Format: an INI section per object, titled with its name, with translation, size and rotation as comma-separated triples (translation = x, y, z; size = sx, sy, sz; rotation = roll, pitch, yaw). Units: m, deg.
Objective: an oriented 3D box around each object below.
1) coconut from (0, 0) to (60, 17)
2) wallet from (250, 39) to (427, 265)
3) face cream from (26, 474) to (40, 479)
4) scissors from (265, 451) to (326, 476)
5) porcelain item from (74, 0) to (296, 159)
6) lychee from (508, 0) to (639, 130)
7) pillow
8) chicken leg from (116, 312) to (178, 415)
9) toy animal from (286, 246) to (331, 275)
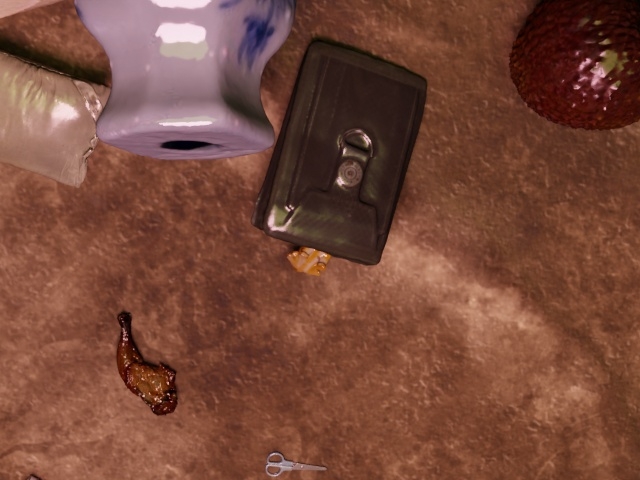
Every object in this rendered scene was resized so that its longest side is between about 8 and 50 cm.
[coconut]
translation = -0.342, -0.343, 1.218
size = 0.230, 0.227, 0.227
rotation = -28, 113, -41
[wallet]
translation = 0.027, -0.105, 1.416
size = 0.169, 0.052, 0.245
rotation = 17, 88, -12
[face cream]
translation = -0.333, 0.354, 1.541
size = 0.130, 0.034, 0.034
rotation = 35, 100, -15
[scissors]
translation = -0.032, 0.302, 1.573
size = 0.083, 0.006, 0.036
rotation = 8, 107, -9
[porcelain item]
translation = -0.131, -0.292, 1.182
size = 0.178, 0.242, 0.405
rotation = -2, 85, 20
[lychee]
translation = 0.314, -0.215, 1.368
size = 0.194, 0.194, 0.194
rotation = -2, 106, -6
[pillow]
translation = -0.343, -0.149, 1.369
size = 0.181, 0.078, 0.134
rotation = 20, 104, -10
[chicken leg]
translation = -0.226, 0.162, 1.496
size = 0.062, 0.037, 0.145
rotation = -40, 108, -17
[toy animal]
translation = 0.000, 0.000, 1.472
size = 0.060, 0.081, 0.083
rotation = 30, 65, -6
